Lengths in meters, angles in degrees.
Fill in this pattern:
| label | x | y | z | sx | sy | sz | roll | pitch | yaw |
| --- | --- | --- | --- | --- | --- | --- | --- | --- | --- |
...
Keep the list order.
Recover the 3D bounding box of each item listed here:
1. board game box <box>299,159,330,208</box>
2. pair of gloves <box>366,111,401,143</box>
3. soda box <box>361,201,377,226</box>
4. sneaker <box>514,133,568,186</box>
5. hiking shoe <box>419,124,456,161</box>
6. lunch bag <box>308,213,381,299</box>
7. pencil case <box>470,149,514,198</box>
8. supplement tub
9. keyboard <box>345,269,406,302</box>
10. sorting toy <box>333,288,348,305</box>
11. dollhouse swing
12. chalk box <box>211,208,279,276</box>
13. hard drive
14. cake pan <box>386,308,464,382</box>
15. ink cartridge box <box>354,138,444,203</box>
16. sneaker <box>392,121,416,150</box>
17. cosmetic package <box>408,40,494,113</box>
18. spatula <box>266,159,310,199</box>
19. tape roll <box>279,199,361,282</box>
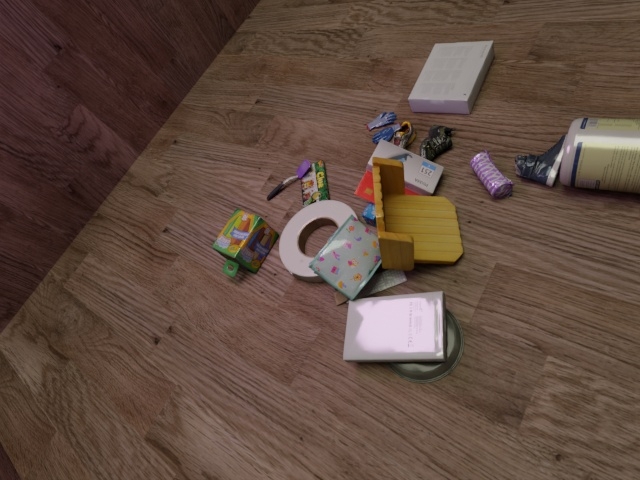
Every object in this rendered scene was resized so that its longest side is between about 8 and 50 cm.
| label | x | y | z | sx | sy | sz | roll | pitch | yaw |
| --- | --- | --- | --- | --- | --- | --- | --- | --- | --- |
| board game box | -0.031 | -0.277 | 2.026 | 0.136 | 0.030 | 0.259 | -18 | 54 | 15 |
| pair of gloves | 0.315 | -0.556 | 2.019 | 0.159 | 0.023 | 0.198 | -26 | 51 | 14 |
| soda box | 0.267 | -0.166 | 1.768 | 0.067 | 0.071 | 0.210 | 24 | 74 | 37 |
| sneaker | 0.838 | -0.322 | 1.553 | 0.163 | 0.086 | 0.226 | 22 | 74 | 33 |
| hiking shoe | 0.512 | -0.419 | 1.787 | 0.114 | 0.086 | 0.226 | 11 | 66 | 36 |
| lunch bag | 0.110 | 0.073 | 1.582 | 0.223 | 0.160 | 0.262 | 39 | 71 | 2 |
| pencil case | 0.668 | -0.257 | 1.601 | 0.088 | 0.086 | 0.206 | -53 | 43 | 35 |
| supplement tub | 0.994 | -0.280 | 1.347 | 0.325 | 0.235 | 0.235 | 14 | 68 | 33 |
| keyboard | 0.212 | 0.174 | 1.624 | 0.256 | 0.014 | 0.072 | -23 | 53 | 14 |
| sorting toy | 0.080 | 0.216 | 1.660 | 0.062 | 0.012 | 0.083 | -33 | 54 | 28 |
| dollhouse swing | 0.357 | -0.099 | 1.482 | 0.305 | 0.315 | 0.346 | -4 | 59 | 10 |
| chalk box | -0.367 | 0.029 | 1.916 | 0.180 | 0.179 | 0.288 | 19 | 71 | 36 |
| hard drive | 0.255 | 0.304 | 1.423 | 0.353 | 0.047 | 0.233 | -10 | 54 | 29 |
| cake pan | 0.344 | 0.341 | 1.425 | 0.293 | 0.054 | 0.293 | -13 | 56 | 21 |
| ink cartridge box | 0.328 | -0.251 | 1.710 | 0.296 | 0.066 | 0.261 | 26 | 73 | 6 |
| sneaker | 0.357 | -0.452 | 1.885 | 0.088 | 0.092 | 0.225 | 19 | 72 | 35 |
| cosmetic package | 0.624 | -0.776 | 1.943 | 0.285 | 0.097 | 0.377 | 15 | 69 | 36 |
| spatula | -0.168 | -0.305 | 2.094 | 0.296 | 0.030 | 0.084 | -37 | 42 | 12 |
| tape roll | 0.000 | 0.000 | 1.809 | 0.392 | 0.072 | 0.391 | -13 | 57 | 21 |
